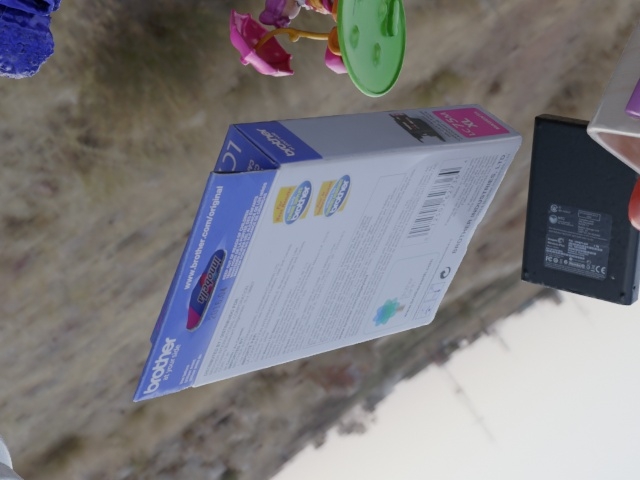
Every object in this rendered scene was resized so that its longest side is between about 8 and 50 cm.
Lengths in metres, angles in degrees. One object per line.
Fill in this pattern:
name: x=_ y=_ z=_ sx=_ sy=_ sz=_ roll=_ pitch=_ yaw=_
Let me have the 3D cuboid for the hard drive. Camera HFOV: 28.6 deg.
hard drive: x=0.205 y=-0.025 z=0.969 sx=0.094 sy=0.135 sz=0.022 roll=14 pitch=-158 yaw=33

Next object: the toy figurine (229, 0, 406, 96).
toy figurine: x=-0.013 y=-0.222 z=1.212 sx=0.159 sy=0.173 sz=0.130 roll=2 pitch=169 yaw=30

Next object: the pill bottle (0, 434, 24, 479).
pill bottle: x=-0.271 y=0.144 z=0.796 sx=0.118 sy=0.208 sz=0.117 roll=-26 pitch=128 yaw=-39

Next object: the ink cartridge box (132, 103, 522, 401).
ink cartridge box: x=0.000 y=0.000 z=0.892 sx=0.311 sy=0.065 sz=0.185 roll=-13 pitch=135 yaw=-47

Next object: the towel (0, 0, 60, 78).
towel: x=-0.265 y=-0.217 z=0.610 sx=0.076 sy=0.227 sz=0.308 roll=-28 pitch=151 yaw=37

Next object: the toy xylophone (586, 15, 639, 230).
toy xylophone: x=0.306 y=-0.099 z=0.864 sx=0.323 sy=0.081 sz=0.236 roll=16 pitch=95 yaw=-41
